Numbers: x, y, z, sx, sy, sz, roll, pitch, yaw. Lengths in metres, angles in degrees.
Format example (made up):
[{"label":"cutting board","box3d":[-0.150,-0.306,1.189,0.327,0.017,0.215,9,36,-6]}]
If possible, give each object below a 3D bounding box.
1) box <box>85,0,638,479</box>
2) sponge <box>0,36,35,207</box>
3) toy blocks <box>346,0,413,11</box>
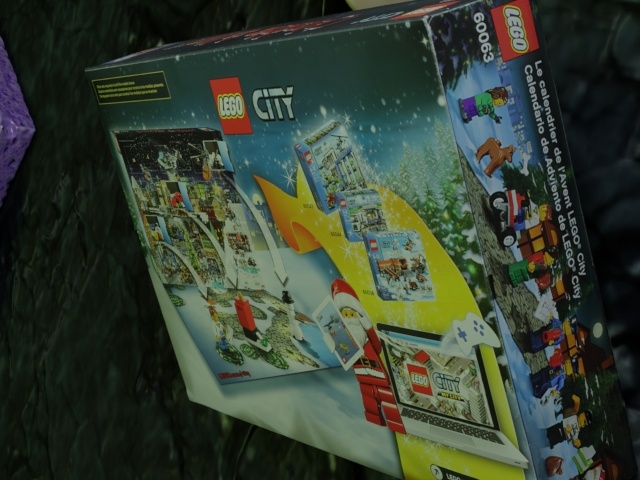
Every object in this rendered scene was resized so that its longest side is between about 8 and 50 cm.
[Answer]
[{"label":"box","box3d":[0.000,0.000,0.431,0.233,0.044,0.159,7,115,56]},{"label":"sponge","box3d":[-0.283,-0.105,0.939,0.117,0.031,0.210,-60,40,29]},{"label":"toy blocks","box3d":[-0.015,-0.109,0.529,0.148,0.054,0.123,41,115,51]}]
